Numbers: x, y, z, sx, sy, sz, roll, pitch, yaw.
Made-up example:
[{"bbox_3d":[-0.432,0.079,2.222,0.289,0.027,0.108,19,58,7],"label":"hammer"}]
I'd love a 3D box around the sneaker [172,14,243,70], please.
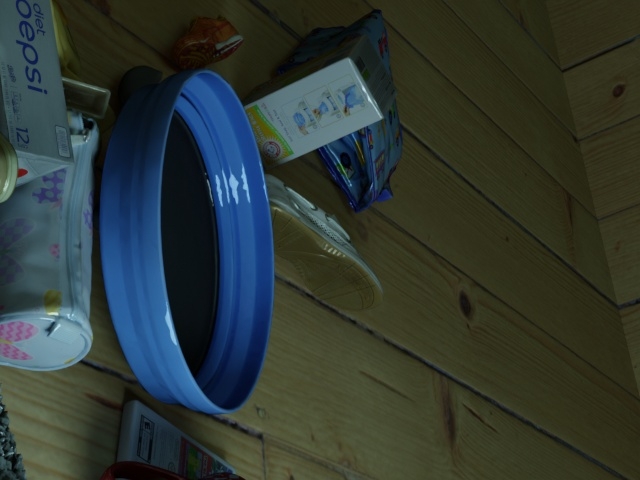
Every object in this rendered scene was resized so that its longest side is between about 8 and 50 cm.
[{"bbox_3d":[-0.171,-0.279,1.794,0.067,0.064,0.175,46,22,2],"label":"sneaker"}]

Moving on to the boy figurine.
[{"bbox_3d":[-0.303,-0.240,1.421,0.177,0.092,0.285,100,-28,-73],"label":"boy figurine"}]

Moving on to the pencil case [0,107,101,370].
[{"bbox_3d":[-0.280,-0.005,1.289,0.113,0.124,0.273,50,31,-51],"label":"pencil case"}]

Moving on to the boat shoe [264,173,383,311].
[{"bbox_3d":[0.000,0.000,1.832,0.277,0.098,0.096,44,35,-36],"label":"boat shoe"}]

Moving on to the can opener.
[{"bbox_3d":[-0.231,-0.119,1.554,0.095,0.076,0.283,26,37,-6],"label":"can opener"}]

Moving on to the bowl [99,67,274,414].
[{"bbox_3d":[-0.144,0.002,1.457,0.391,0.077,0.391,-4,90,-75],"label":"bowl"}]

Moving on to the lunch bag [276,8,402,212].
[{"bbox_3d":[0.067,-0.200,2.102,0.221,0.138,0.293,-59,131,-61],"label":"lunch bag"}]

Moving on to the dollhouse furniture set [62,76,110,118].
[{"bbox_3d":[-0.265,-0.175,1.320,0.114,0.081,0.091,15,90,-22],"label":"dollhouse furniture set"}]

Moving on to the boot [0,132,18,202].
[{"bbox_3d":[-0.384,-0.084,1.104,0.165,0.213,0.077,-2,112,-60],"label":"boot"}]

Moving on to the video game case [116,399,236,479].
[{"bbox_3d":[-0.159,0.300,1.391,0.183,0.023,0.201,43,34,-39],"label":"video game case"}]

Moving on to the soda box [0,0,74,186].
[{"bbox_3d":[-0.319,-0.198,1.230,0.091,0.098,0.286,11,65,-59],"label":"soda box"}]

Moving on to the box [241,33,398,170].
[{"bbox_3d":[-0.007,-0.200,1.856,0.103,0.203,0.114,60,26,-16],"label":"box"}]

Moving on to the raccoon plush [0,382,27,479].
[{"bbox_3d":[-0.280,0.190,1.072,0.299,0.216,0.446,55,28,-39],"label":"raccoon plush"}]

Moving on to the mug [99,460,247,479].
[{"bbox_3d":[-0.136,0.281,1.300,0.169,0.113,0.150,-7,77,-67],"label":"mug"}]
